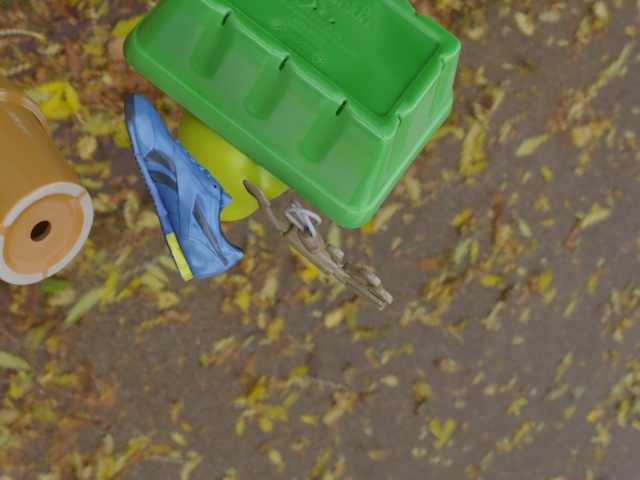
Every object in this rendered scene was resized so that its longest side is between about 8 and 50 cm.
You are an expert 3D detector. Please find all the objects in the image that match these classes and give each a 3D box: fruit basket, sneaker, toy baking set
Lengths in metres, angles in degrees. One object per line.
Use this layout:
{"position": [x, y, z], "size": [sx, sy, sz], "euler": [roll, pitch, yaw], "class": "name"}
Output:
{"position": [-0.050, -0.180, 1.448], "size": [0.283, 0.392, 0.392], "euler": [-53, 141, -24], "class": "fruit basket"}
{"position": [-0.143, -0.063, 1.237], "size": [0.082, 0.069, 0.209], "euler": [-22, 91, 0], "class": "sneaker"}
{"position": [-0.001, 0.001, 1.463], "size": [0.256, 0.197, 0.030], "euler": [40, 80, -11], "class": "toy baking set"}

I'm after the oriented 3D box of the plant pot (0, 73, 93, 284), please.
{"position": [-0.352, -0.054, 1.267], "size": [0.205, 0.188, 0.205], "euler": [-35, 146, -28], "class": "plant pot"}
